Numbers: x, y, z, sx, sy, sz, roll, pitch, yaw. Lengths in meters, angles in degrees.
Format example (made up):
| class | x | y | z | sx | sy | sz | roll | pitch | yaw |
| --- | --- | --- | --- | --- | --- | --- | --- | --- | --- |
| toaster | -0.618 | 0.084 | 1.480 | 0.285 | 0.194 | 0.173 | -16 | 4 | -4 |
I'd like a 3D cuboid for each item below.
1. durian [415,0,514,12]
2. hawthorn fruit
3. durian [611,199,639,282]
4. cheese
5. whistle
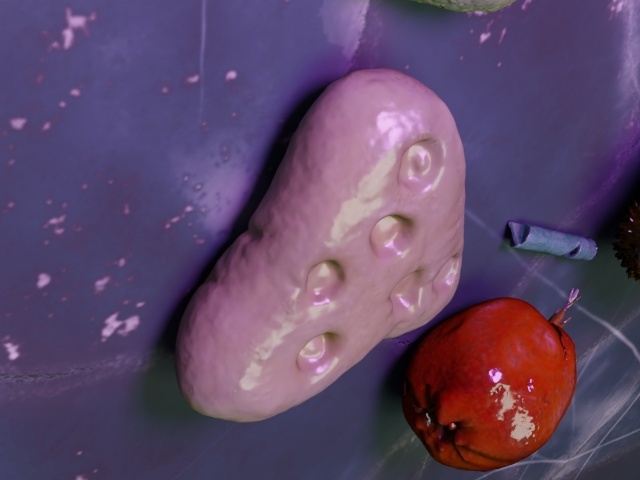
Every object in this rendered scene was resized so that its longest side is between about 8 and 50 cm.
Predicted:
| class | x | y | z | sx | sy | sz | roll | pitch | yaw |
| --- | --- | --- | --- | --- | --- | --- | --- | --- | --- |
| durian | 0.111 | -0.271 | 0.815 | 0.250 | 0.101 | 0.139 | 4 | 121 | -35 |
| hawthorn fruit | 0.247 | 0.169 | 1.219 | 0.299 | 0.211 | 0.211 | -41 | 140 | -18 |
| durian | 0.538 | -0.027 | 1.276 | 0.258 | 0.258 | 0.293 | -54 | 179 | 10 |
| cheese | 0.000 | 0.000 | 0.921 | 0.351 | 0.129 | 0.328 | -26 | 138 | -25 |
| whistle | 0.318 | 0.002 | 1.263 | 0.186 | 0.039 | 0.039 | 10 | 115 | -44 |
